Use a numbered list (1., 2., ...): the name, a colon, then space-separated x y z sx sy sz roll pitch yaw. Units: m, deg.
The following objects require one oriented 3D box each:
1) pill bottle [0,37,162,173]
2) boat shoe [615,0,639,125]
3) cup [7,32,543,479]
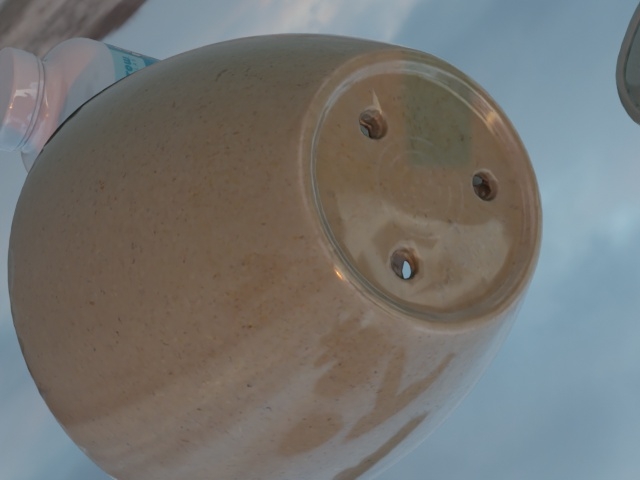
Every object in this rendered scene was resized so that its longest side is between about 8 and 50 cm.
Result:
1. pill bottle: -0.180 -0.103 1.112 0.146 0.264 0.146 -22 -118 51
2. boat shoe: 0.280 -0.159 0.603 0.302 0.091 0.114 -46 -135 40
3. cup: 0.000 0.000 0.744 0.237 0.331 0.331 -28 -158 54
